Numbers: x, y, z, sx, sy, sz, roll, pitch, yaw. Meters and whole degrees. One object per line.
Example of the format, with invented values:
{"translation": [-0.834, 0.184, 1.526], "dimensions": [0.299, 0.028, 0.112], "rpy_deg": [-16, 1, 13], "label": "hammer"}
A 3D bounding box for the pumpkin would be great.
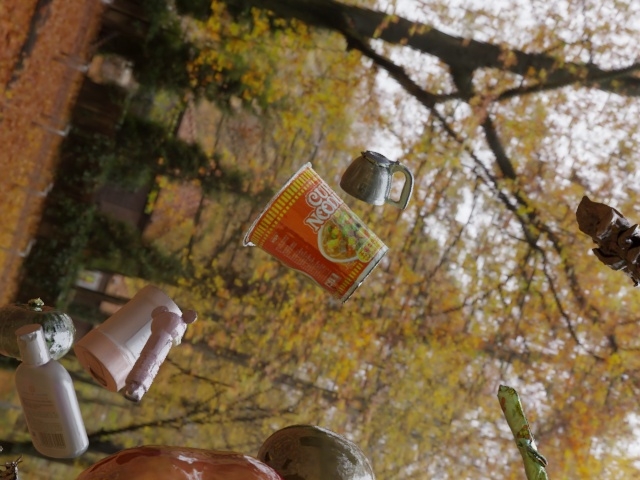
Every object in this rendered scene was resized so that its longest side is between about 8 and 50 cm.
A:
{"translation": [-0.574, 0.182, 1.712], "dimensions": [0.167, 0.167, 0.125], "rpy_deg": [143, -37, -64], "label": "pumpkin"}

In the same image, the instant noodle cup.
{"translation": [0.000, 0.000, 1.528], "dimensions": [0.193, 0.212, 0.193], "rpy_deg": [-50, 177, -4], "label": "instant noodle cup"}

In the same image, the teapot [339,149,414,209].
{"translation": [0.123, -0.135, 1.883], "dimensions": [0.111, 0.149, 0.108], "rpy_deg": [-11, 130, -55], "label": "teapot"}

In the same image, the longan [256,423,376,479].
{"translation": [-0.013, 0.418, 1.483], "dimensions": [0.196, 0.220, 0.196], "rpy_deg": [-57, 171, -14], "label": "longan"}

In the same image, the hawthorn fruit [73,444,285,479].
{"translation": [-0.221, 0.513, 1.196], "dimensions": [0.472, 0.472, 0.472], "rpy_deg": [-161, -90, -75], "label": "hawthorn fruit"}

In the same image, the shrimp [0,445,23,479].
{"translation": [-0.507, 0.381, 1.316], "dimensions": [0.190, 0.073, 0.075], "rpy_deg": [-43, -178, 29], "label": "shrimp"}

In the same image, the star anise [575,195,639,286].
{"translation": [0.572, 0.021, 1.610], "dimensions": [0.099, 0.214, 0.220], "rpy_deg": [-42, -144, 3], "label": "star anise"}

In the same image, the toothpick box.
{"translation": [-0.296, 0.152, 1.341], "dimensions": [0.149, 0.098, 0.098], "rpy_deg": [-43, 179, -31], "label": "toothpick box"}

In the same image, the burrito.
{"translation": [0.463, 0.456, 1.919], "dimensions": [0.104, 0.054, 0.288], "rpy_deg": [66, 7, -76], "label": "burrito"}

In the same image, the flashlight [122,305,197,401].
{"translation": [-0.161, 0.111, 0.842], "dimensions": [0.031, 0.052, 0.110], "rpy_deg": [75, 29, -44], "label": "flashlight"}

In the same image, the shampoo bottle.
{"translation": [-0.326, 0.179, 1.017], "dimensions": [0.040, 0.080, 0.165], "rpy_deg": [-37, 123, -56], "label": "shampoo bottle"}
